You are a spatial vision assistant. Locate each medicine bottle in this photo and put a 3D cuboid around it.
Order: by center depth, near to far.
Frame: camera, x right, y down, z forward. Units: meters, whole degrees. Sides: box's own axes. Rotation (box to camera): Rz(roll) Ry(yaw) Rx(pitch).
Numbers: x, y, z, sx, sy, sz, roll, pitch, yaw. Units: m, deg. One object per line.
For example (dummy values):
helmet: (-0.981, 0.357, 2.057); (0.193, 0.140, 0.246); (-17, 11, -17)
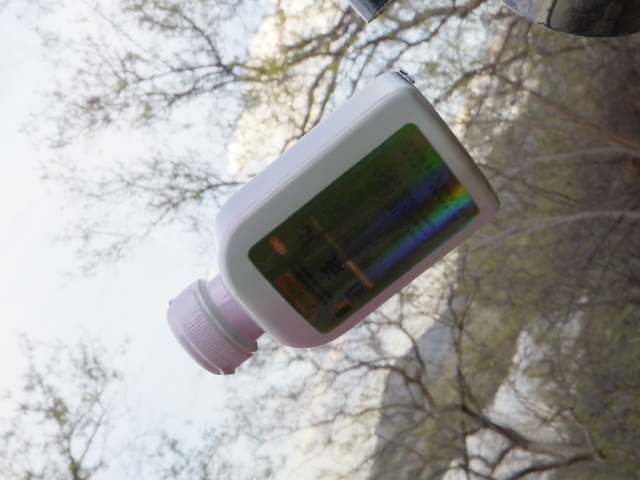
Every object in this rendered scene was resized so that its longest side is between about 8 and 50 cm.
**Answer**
medicine bottle: (0.000, 0.000, 0.542); (0.219, 0.115, 0.078); (-39, 28, 7)

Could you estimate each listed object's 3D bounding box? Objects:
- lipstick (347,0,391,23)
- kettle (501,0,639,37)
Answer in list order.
lipstick: (-0.013, -0.341, 0.923); (0.053, 0.234, 0.053); (-47, 3, 3)
kettle: (0.254, -0.364, 0.681); (0.290, 0.208, 0.268); (91, -169, -58)
